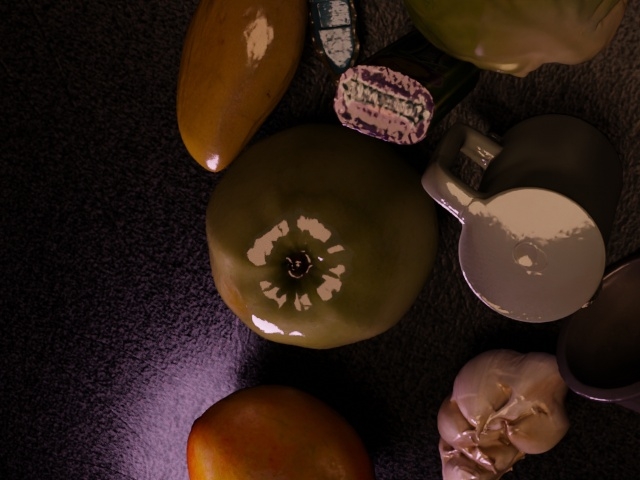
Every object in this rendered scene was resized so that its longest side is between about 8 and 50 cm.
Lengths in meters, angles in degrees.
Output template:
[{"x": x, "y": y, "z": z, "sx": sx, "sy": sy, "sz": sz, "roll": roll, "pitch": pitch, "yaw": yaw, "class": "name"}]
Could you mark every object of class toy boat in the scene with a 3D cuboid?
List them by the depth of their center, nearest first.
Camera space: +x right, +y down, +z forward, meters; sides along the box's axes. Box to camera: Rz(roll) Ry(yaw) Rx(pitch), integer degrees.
[{"x": 0.018, "y": -0.320, "z": 1.905, "sx": 0.075, "sy": 0.077, "sz": 0.186, "roll": -4, "pitch": 111, "yaw": 17, "class": "toy boat"}]

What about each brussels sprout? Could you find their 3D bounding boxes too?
[{"x": 0.259, "y": -0.391, "z": 1.711, "sx": 0.344, "sy": 0.268, "sz": 0.344, "roll": 5, "pitch": 127, "yaw": 6, "class": "brussels sprout"}]

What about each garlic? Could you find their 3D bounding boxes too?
[{"x": 0.271, "y": 0.278, "z": 2.018, "sx": 0.281, "sy": 0.203, "sz": 0.185, "roll": -43, "pitch": 77, "yaw": 30, "class": "garlic"}]

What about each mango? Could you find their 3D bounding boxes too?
[{"x": -0.127, "y": -0.277, "z": 1.918, "sx": 0.195, "sy": 0.142, "sz": 0.332, "roll": 54, "pitch": 124, "yaw": 32, "class": "mango"}]

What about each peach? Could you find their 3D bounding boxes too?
[{"x": -0.075, "y": 0.384, "z": 2.120, "sx": 0.332, "sy": 0.308, "sz": 0.308, "roll": 36, "pitch": 118, "yaw": 17, "class": "peach"}]

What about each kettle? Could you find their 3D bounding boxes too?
[{"x": 0.299, "y": -0.061, "z": 1.798, "sx": 0.205, "sy": 0.318, "sz": 0.265, "roll": -20, "pitch": 106, "yaw": 24, "class": "kettle"}]

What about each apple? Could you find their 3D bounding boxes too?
[{"x": 0.000, "y": 0.000, "z": 1.913, "sx": 0.357, "sy": 0.357, "sz": 0.357, "roll": 6, "pitch": 113, "yaw": 14, "class": "apple"}]

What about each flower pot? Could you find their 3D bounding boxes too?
[{"x": 0.501, "y": 0.162, "z": 1.897, "sx": 0.269, "sy": 0.269, "sz": 0.166, "roll": -31, "pitch": 124, "yaw": 25, "class": "flower pot"}]

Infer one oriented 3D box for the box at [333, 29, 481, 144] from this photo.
[{"x": 0.129, "y": -0.221, "z": 1.765, "sx": 0.134, "sy": 0.345, "sz": 0.097, "roll": 18, "pitch": 111, "yaw": 12, "class": "box"}]
